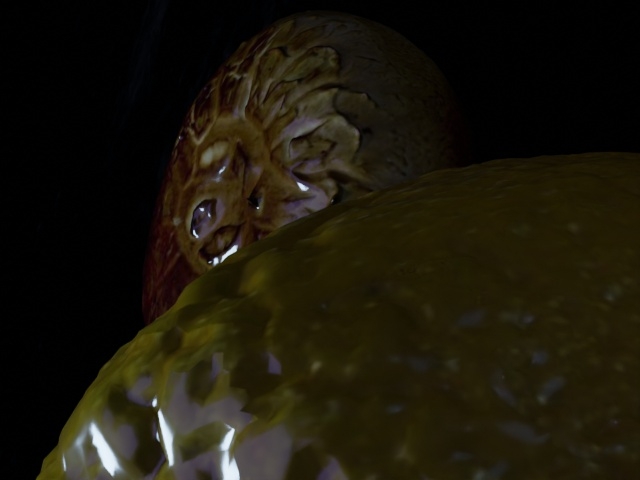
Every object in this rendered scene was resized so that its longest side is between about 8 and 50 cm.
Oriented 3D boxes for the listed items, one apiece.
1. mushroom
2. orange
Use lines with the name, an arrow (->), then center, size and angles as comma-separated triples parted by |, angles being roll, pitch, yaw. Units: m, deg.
mushroom -> -0.014, -0.003, 1.004 | 0.278, 0.163, 0.297 | -8, 70, 64
orange -> 0.078, 0.130, 0.465 | 0.322, 0.357, 0.322 | -26, 55, 44
